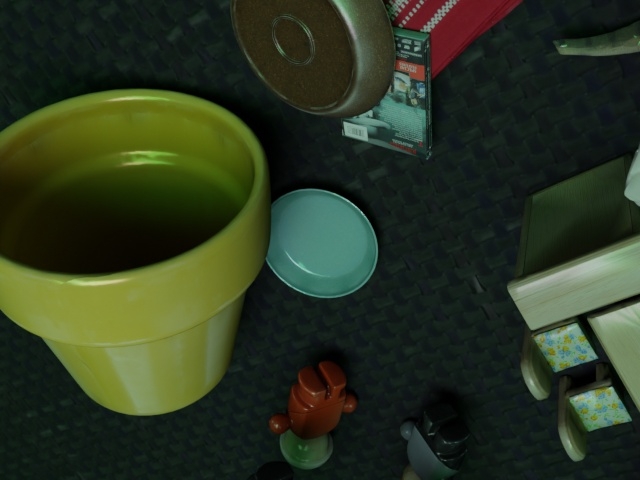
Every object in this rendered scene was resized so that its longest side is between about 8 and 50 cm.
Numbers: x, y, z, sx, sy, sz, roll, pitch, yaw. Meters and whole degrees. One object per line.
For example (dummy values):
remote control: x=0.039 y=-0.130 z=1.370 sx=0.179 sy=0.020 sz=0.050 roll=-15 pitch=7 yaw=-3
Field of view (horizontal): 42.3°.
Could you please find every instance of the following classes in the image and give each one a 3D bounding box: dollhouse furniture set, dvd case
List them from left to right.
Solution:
dvd case: x=0.052 y=-0.127 z=0.696 sx=0.087 sy=0.013 sz=0.119 roll=19 pitch=140 yaw=26
dollhouse furniture set: x=0.263 y=0.076 z=0.682 sx=0.212 sy=0.161 sz=0.242 roll=-25 pitch=107 yaw=27

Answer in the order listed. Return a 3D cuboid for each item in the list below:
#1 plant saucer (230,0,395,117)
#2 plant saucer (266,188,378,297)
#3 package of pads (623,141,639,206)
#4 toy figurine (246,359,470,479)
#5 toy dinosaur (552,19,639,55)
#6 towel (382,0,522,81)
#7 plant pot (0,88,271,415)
plant saucer: x=-0.016 y=-0.169 z=0.677 sx=0.168 sy=0.029 sz=0.168 roll=28 pitch=141 yaw=26
plant saucer: x=0.000 y=0.000 z=0.809 sx=0.119 sy=0.021 sz=0.119 roll=8 pitch=118 yaw=14
package of pads: x=0.306 y=-0.154 z=0.442 sx=0.101 sy=0.229 sz=0.296 roll=44 pitch=139 yaw=46
toy figurine: x=0.034 y=0.251 z=0.825 sx=0.210 sy=0.213 sz=0.148 roll=17 pitch=130 yaw=6
toy dinosaur: x=0.321 y=-0.160 z=0.600 sx=0.268 sy=0.064 sz=0.118 roll=-25 pitch=101 yaw=30
towel: x=0.017 y=-0.239 z=0.635 sx=0.275 sy=0.031 sz=0.199 roll=41 pitch=146 yaw=-5
plant pot: x=-0.169 y=0.026 z=0.764 sx=0.254 sy=0.254 sz=0.239 roll=12 pitch=136 yaw=12
